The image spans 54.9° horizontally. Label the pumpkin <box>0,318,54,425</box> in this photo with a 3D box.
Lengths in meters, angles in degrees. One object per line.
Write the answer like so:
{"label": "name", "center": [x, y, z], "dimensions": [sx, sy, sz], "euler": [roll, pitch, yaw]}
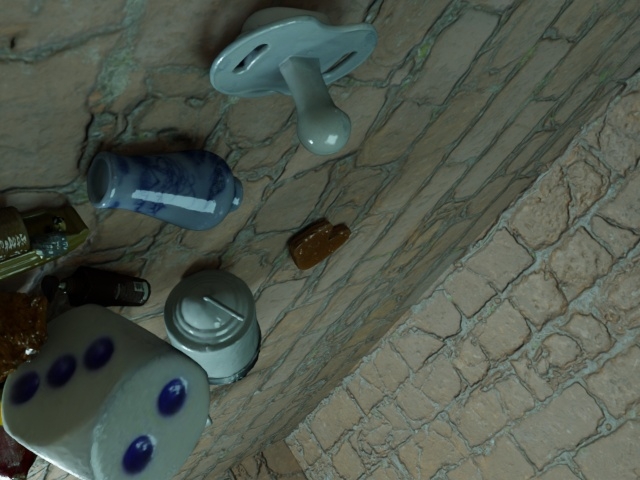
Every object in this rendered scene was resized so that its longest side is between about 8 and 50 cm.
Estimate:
{"label": "pumpkin", "center": [-0.542, 0.244, 1.228], "dimensions": [0.317, 0.139, 0.222], "euler": [-7, 147, -46]}

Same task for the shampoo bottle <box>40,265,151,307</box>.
{"label": "shampoo bottle", "center": [-0.428, 0.094, 1.181], "dimensions": [0.067, 0.068, 0.236], "euler": [-39, 156, 16]}

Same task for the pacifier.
{"label": "pacifier", "center": [-0.030, -0.229, 0.936], "dimensions": [0.287, 0.226, 0.238], "euler": [-9, 164, -47]}

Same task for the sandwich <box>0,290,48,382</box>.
{"label": "sandwich", "center": [-0.533, 0.181, 1.021], "dimensions": [0.159, 0.185, 0.109], "euler": [-2, 147, -7]}

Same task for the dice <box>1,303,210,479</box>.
{"label": "dice", "center": [-0.374, 0.280, 1.094], "dimensions": [0.251, 0.259, 0.243], "euler": [-61, 140, -21]}

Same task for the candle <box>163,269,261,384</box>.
{"label": "candle", "center": [-0.253, 0.198, 1.459], "dimensions": [0.221, 0.221, 0.342], "euler": [-29, 153, -19]}

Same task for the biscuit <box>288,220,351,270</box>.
{"label": "biscuit", "center": [0.000, 0.000, 1.671], "dimensions": [0.186, 0.036, 0.192], "euler": [-36, 158, -9]}

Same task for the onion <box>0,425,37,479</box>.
{"label": "onion", "center": [-0.695, 0.471, 1.367], "dimensions": [0.159, 0.195, 0.159], "euler": [-35, 152, -22]}

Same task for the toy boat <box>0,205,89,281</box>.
{"label": "toy boat", "center": [-0.495, 0.011, 0.890], "dimensions": [0.310, 0.089, 0.115], "euler": [-21, 150, -33]}

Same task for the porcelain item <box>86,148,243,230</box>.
{"label": "porcelain item", "center": [-0.246, -0.086, 1.020], "dimensions": [0.259, 0.141, 0.141], "euler": [1, 138, -45]}

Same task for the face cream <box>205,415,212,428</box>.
{"label": "face cream", "center": [-0.509, 0.669, 2.157], "dimensions": [0.251, 0.101, 0.101], "euler": [-31, 157, -15]}
